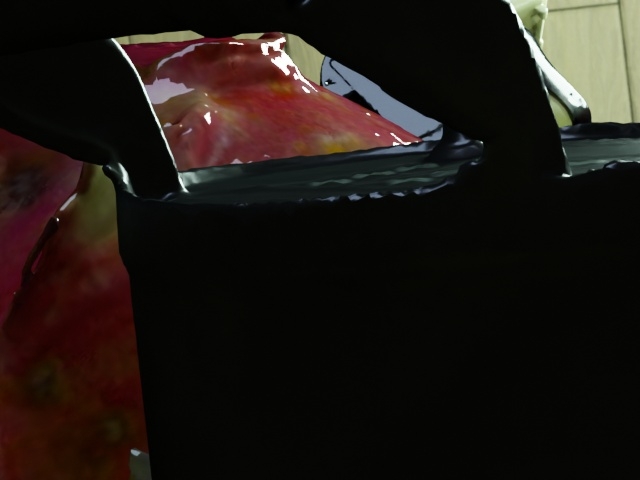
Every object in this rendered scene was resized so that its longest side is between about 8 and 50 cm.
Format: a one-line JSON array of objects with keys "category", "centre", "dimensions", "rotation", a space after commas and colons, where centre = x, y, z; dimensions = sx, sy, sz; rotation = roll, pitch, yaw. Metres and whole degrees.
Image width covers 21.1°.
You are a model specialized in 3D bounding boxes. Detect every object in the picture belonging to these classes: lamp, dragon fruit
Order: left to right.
[{"category": "dragon fruit", "centre": [-0.082, 0.040, 0.761], "dimensions": [0.371, 0.249, 0.386], "rotation": [-30, -3, -5]}, {"category": "lamp", "centre": [0.047, 0.083, 0.485], "dimensions": [0.374, 0.272, 0.205], "rotation": [14, -10, -43]}]

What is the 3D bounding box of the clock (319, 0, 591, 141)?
[{"category": "clock", "centre": [0.174, -0.075, 1.383], "dimensions": [0.276, 0.120, 0.379], "rotation": [-31, 58, -23]}]
